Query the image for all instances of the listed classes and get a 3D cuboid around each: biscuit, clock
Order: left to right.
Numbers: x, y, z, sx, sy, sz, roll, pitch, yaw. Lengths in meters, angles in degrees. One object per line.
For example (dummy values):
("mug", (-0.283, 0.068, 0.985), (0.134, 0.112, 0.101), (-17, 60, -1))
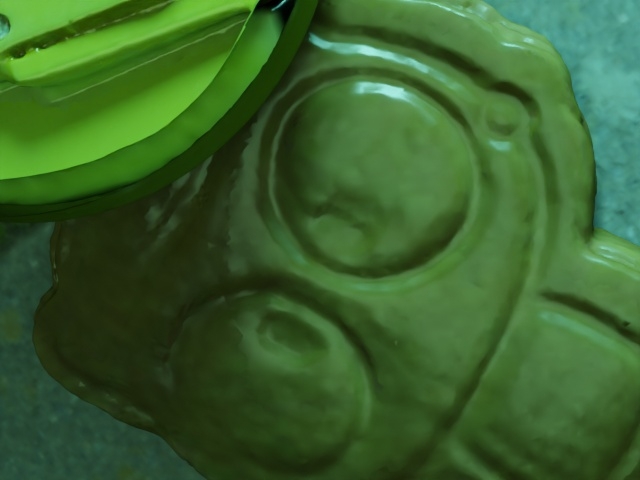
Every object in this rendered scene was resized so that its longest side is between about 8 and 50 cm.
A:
("clock", (-0.132, -0.144, 0.868), (0.293, 0.071, 0.277), (-14, 81, 14))
("biscuit", (-0.001, 0.001, 0.895), (0.376, 0.051, 0.269), (30, 108, 8))
